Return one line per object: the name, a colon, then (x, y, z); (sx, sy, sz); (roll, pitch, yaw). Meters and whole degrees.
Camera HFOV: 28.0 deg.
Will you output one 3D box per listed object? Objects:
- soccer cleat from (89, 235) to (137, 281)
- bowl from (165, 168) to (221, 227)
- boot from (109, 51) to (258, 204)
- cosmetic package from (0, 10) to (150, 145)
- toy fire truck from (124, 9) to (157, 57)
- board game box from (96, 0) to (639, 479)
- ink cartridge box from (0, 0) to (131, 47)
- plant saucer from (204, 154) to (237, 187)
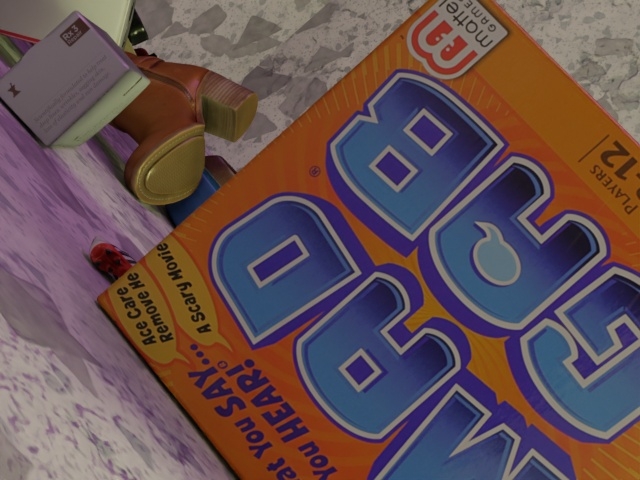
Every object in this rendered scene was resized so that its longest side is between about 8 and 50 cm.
soccer cleat: (-0.153, 0.027, 1.030); (0.083, 0.029, 0.035); (43, 8, -28)
bowl: (-0.073, 0.057, 1.797); (0.391, 0.077, 0.391); (49, 1, -1)
boot: (-0.238, -0.162, 1.680); (0.220, 0.283, 0.109); (21, -47, 16)
cosmetic package: (-0.254, -0.163, 1.342); (0.085, 0.117, 0.231); (47, 2, -6)
toy fire truck: (-0.368, -0.325, 2.105); (0.217, 0.158, 0.246); (66, -5, -18)
board game box: (0.117, 0.084, 1.023); (0.356, 0.356, 0.356); (49, 1, 16)
ink cartridge box: (-0.324, -0.292, 1.602); (0.172, 0.100, 0.237); (14, 8, -9)
plant saucer: (-0.110, -0.065, 1.842); (0.168, 0.029, 0.168); (48, 1, -1)
